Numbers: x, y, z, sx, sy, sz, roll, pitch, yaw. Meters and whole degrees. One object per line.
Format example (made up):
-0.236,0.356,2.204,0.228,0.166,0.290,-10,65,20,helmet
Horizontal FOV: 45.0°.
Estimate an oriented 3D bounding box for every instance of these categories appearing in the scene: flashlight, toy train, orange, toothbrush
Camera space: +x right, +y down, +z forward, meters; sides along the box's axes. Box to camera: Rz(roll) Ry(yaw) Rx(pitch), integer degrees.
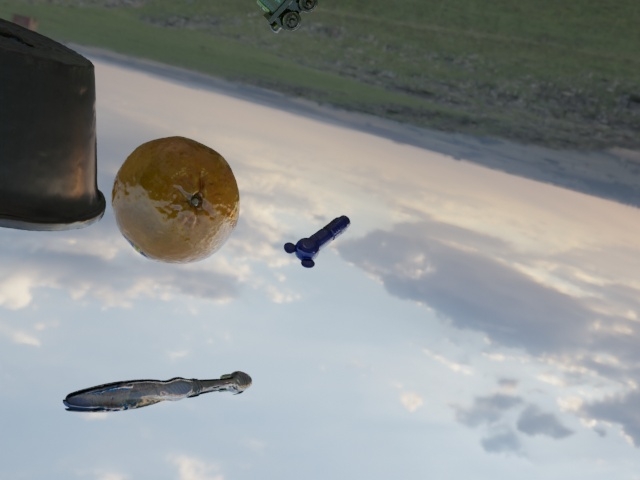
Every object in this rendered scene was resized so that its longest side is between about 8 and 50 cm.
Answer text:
0.000,0.000,1.176,0.057,0.035,0.121,39,-128,19,flashlight
-0.069,-0.641,1.963,0.137,0.225,0.090,39,-171,-30,toy train
-0.244,-0.068,1.311,0.219,0.219,0.193,14,165,-5,orange
-0.193,0.195,1.007,0.042,0.035,0.413,-15,168,19,toothbrush

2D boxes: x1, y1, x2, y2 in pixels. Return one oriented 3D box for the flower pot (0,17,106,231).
-0.333,-0.135,0.788,0.269,0.166,0.269,19,-166,-5,flower pot
